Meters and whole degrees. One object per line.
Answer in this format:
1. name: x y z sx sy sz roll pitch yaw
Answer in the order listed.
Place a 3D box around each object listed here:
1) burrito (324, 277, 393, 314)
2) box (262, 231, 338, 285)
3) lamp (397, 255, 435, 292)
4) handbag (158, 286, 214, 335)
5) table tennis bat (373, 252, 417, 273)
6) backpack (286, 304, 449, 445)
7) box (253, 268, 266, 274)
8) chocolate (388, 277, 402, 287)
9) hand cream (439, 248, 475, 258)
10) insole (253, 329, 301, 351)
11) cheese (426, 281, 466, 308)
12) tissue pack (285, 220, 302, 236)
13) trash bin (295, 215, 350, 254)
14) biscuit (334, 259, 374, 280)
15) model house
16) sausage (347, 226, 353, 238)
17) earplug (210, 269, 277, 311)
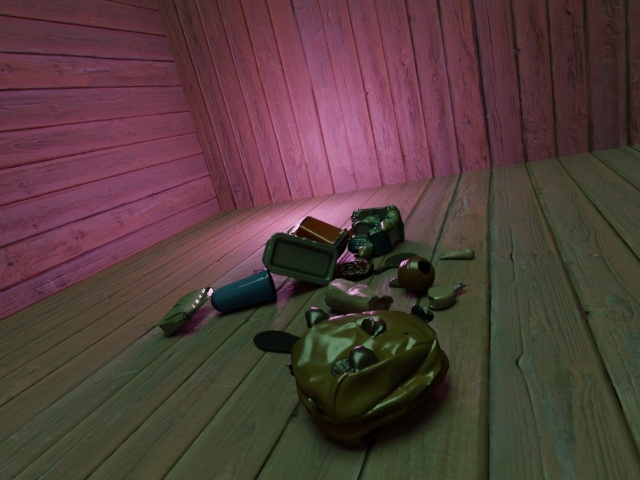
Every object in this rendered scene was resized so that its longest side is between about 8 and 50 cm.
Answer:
1. burrito: 0.120 0.208 1.438 0.143 0.105 0.299 -12 12 -31
2. box: -0.105 0.079 1.775 0.311 0.175 0.182 16 -7 -21
3. lamp: 0.348 0.124 1.471 0.136 0.136 0.136 -13 16 4
4. handbag: -0.546 0.274 1.695 0.219 0.079 0.256 -35 13 12
5. table tennis bat: 0.327 0.099 1.783 0.234 0.022 0.131 -21 18 -30
6. backpack: 0.113 0.291 0.991 0.378 0.201 0.353 -24 23 -21
7. box: -0.288 0.175 1.971 0.063 0.060 0.084 -9 14 -11
8. chocolate: 0.315 0.157 1.571 0.100 0.031 0.064 -2 15 40
9. hand cream: 0.571 0.057 1.687 0.143 0.039 0.061 -6 20 42
10. insole: -0.110 0.340 1.343 0.309 0.012 0.110 -2 19 35
11. cheese: 0.422 0.179 1.375 0.092 0.048 0.171 4 24 41
12. tissue pack: -0.112 0.007 2.164 0.125 0.159 0.234 -34 11 19
13. trash bin: 0.000 0.000 1.969 0.238 0.161 0.184 27 45 13
14. biscuit: 0.145 0.126 1.784 0.192 0.049 0.192 -9 15 2
15. model house: 0.243 -0.026 1.976 0.267 0.194 0.325 -5 22 28
16. sausage: 0.233 -0.059 2.265 0.179 0.089 0.089 -18 16 -22
17. earplug: -0.333 0.227 1.721 0.272 0.133 0.132 -18 16 -1
